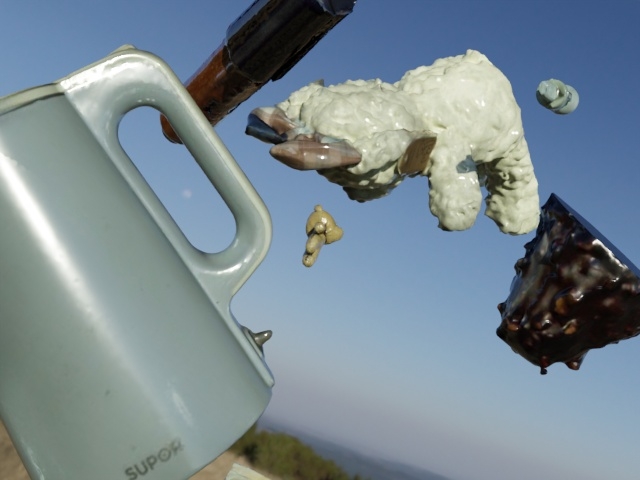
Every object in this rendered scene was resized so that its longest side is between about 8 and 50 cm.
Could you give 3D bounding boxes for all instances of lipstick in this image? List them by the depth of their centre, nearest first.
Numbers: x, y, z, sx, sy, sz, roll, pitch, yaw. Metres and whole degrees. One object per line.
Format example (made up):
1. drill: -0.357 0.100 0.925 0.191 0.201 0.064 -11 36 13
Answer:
1. lipstick: -0.090 -0.190 0.922 0.077 0.077 0.418 26 -23 -21

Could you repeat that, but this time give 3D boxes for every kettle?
1. kettle: -0.130 0.019 0.528 0.243 0.211 0.160 63 -6 -9

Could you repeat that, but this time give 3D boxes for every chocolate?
1. chocolate: 0.219 0.052 0.765 0.156 0.133 0.156 41 14 -13

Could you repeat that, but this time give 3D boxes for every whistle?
1. whistle: 0.260 -0.160 0.924 0.035 0.035 0.100 13 6 31

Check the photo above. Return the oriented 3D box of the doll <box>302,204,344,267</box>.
1. doll: -0.009 -0.003 1.064 0.051 0.093 0.061 28 -55 19

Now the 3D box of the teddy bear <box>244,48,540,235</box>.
1. teddy bear: 0.106 -0.101 1.204 0.327 0.362 0.375 48 -16 39

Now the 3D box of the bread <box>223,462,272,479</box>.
1. bread: -0.063 0.325 0.775 0.110 0.209 0.192 9 -26 12
